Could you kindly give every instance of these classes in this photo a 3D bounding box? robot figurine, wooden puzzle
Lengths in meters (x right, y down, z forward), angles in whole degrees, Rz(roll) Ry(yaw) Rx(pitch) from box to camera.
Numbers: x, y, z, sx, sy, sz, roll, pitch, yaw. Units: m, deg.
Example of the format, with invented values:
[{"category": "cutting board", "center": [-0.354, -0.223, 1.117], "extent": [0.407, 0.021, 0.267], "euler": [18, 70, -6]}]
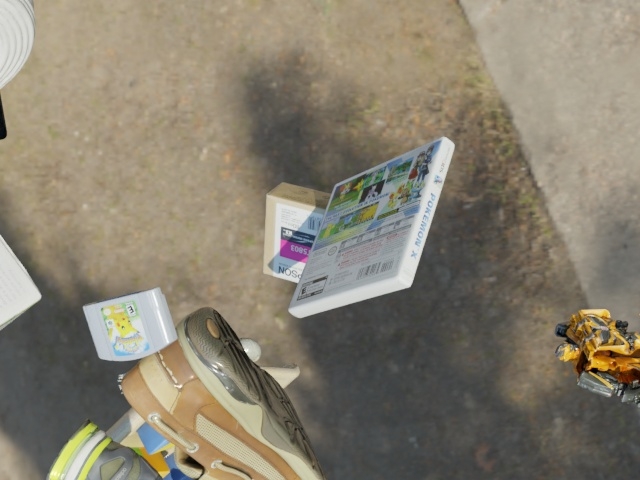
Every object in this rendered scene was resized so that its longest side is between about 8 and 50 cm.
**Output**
[{"category": "robot figurine", "center": [0.509, 0.175, 1.609], "extent": [0.211, 0.290, 0.085], "euler": [-98, 17, -61]}, {"category": "wooden puzzle", "center": [-0.210, 0.308, 1.582], "extent": [0.322, 0.347, 0.080], "euler": [-44, 67, 18]}]

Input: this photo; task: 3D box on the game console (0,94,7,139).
[{"category": "game console", "center": [-0.499, -0.169, 1.442], "extent": [0.122, 0.107, 0.071], "euler": [97, 166, -44]}]

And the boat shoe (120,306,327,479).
[{"category": "boat shoe", "center": [-0.091, 0.191, 1.039], "extent": [0.119, 0.324, 0.123], "euler": [-30, 43, 1]}]

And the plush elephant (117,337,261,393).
[{"category": "plush elephant", "center": [-0.274, 0.375, 2.336], "extent": [0.329, 0.272, 0.256], "euler": [-19, 79, 0]}]

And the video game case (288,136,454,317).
[{"category": "video game case", "center": [0.089, -0.018, 1.884], "extent": [0.329, 0.036, 0.300], "euler": [-21, 42, 52]}]

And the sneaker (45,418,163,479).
[{"category": "sneaker", "center": [-0.270, 0.349, 1.115], "extent": [0.111, 0.121, 0.300], "euler": [109, -177, -72]}]

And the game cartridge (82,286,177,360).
[{"category": "game cartridge", "center": [-0.162, 0.073, 0.879], "extent": [0.083, 0.017, 0.056], "euler": [-15, 99, 30]}]

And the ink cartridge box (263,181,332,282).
[{"category": "ink cartridge box", "center": [0.000, 0.000, 2.190], "extent": [0.234, 0.088, 0.193], "euler": [14, 117, 21]}]

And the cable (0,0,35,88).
[{"category": "cable", "center": [-0.453, -0.241, 1.191], "extent": [0.257, 0.257, 0.089], "euler": [-31, 67, 16]}]

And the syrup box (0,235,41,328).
[{"category": "syrup box", "center": [-0.312, 0.069, 0.695], "extent": [0.093, 0.237, 0.096], "euler": [-33, 94, 35]}]
